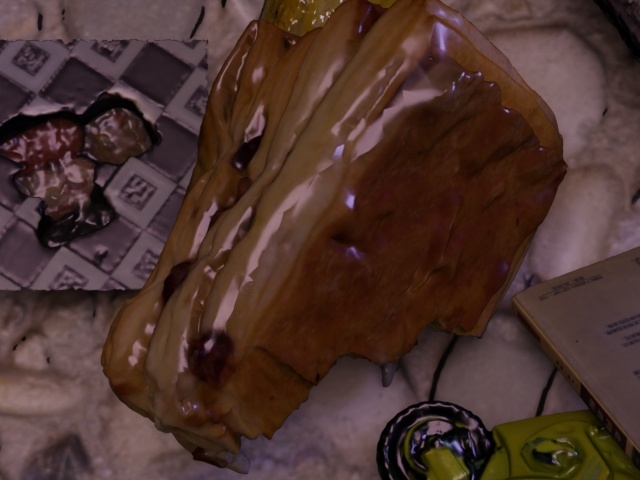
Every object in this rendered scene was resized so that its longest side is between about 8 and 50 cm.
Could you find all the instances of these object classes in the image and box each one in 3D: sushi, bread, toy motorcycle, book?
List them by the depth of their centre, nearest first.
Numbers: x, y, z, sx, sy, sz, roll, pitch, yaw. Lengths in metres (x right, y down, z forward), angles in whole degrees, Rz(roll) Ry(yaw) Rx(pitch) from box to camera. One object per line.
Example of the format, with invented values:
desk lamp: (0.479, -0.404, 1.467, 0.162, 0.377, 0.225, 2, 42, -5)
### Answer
bread: (0.000, 0.000, 1.472, 0.191, 0.314, 0.370, 30, 85, 31)
toy motorcycle: (0.217, 0.206, 1.482, 0.342, 0.142, 0.206, -5, 72, 1)
book: (0.268, 0.088, 1.496, 0.161, 0.026, 0.231, -19, 40, -14)
sushi: (-0.206, -0.056, 1.613, 0.231, 0.047, 0.219, 0, 70, -3)

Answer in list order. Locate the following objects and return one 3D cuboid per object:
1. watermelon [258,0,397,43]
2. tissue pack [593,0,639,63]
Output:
watermelon: (-0.003, -0.170, 1.592, 0.123, 0.129, 0.301, 20, 90, 6)
tissue pack: (0.339, -0.218, 1.575, 0.245, 0.123, 0.332, -24, 73, -32)
